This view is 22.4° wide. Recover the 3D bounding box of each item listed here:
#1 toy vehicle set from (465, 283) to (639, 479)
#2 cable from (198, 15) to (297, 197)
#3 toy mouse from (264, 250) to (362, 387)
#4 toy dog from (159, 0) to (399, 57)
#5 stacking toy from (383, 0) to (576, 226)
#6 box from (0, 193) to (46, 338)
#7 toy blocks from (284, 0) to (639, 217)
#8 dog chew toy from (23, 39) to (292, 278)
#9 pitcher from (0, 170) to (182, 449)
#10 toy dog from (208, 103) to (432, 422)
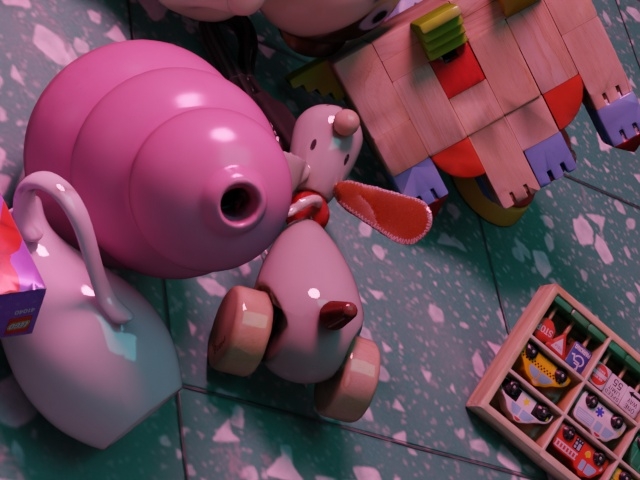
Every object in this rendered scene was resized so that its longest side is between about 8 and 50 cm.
[{"bbox_3d":[0.303,0.192,1.776,0.267,0.035,0.166,39,71,-15],"label":"toy vehicle set"},{"bbox_3d":[-0.084,-0.137,1.729,0.139,0.072,0.287,-9,52,-36],"label":"cable"},{"bbox_3d":[0.002,0.062,1.638,0.143,0.031,0.161,-8,65,-51],"label":"toy mouse"},{"bbox_3d":[-0.093,-0.349,1.711,0.408,0.284,0.395,27,3,-14],"label":"toy dog"},{"bbox_3d":[0.208,-0.204,2.023,0.309,0.130,0.279,47,35,-6],"label":"stacking toy"},{"bbox_3d":[-0.355,-0.040,1.222,0.201,0.057,0.293,-8,51,-33],"label":"box"},{"bbox_3d":[0.191,-0.159,1.832,0.261,0.381,0.191,62,-3,-15],"label":"toy blocks"},{"bbox_3d":[-0.127,-0.059,1.361,0.206,0.206,0.332,30,-2,-27],"label":"dog chew toy"},{"bbox_3d":[-0.197,0.055,1.300,0.125,0.178,0.207,-36,87,-38],"label":"pitcher"},{"bbox_3d":[0.000,0.000,1.525,0.220,0.161,0.333,1,66,-30],"label":"toy dog"}]
